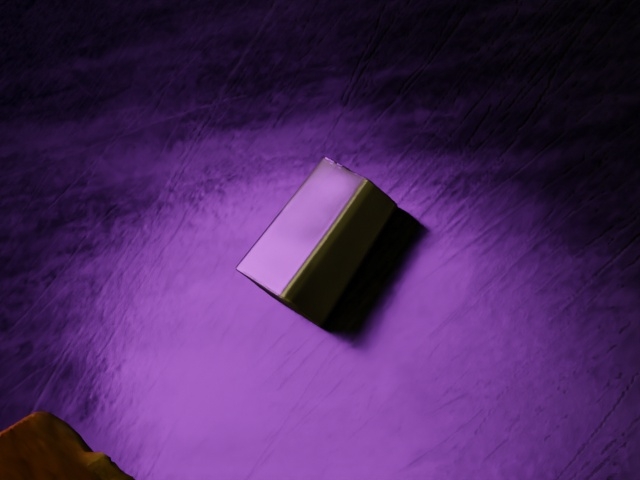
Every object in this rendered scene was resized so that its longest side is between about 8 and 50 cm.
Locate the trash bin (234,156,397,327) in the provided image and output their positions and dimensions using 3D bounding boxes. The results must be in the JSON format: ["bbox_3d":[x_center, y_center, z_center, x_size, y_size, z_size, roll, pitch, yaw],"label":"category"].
[{"bbox_3d":[0.000,0.000,0.914,0.092,0.043,0.061,-53,40,-6],"label":"trash bin"}]

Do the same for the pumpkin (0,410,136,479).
[{"bbox_3d":[-0.159,0.253,0.723,0.225,0.256,0.303,-41,65,7],"label":"pumpkin"}]
